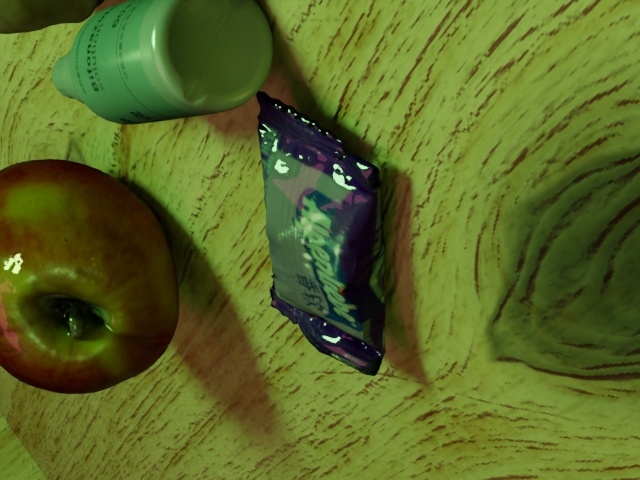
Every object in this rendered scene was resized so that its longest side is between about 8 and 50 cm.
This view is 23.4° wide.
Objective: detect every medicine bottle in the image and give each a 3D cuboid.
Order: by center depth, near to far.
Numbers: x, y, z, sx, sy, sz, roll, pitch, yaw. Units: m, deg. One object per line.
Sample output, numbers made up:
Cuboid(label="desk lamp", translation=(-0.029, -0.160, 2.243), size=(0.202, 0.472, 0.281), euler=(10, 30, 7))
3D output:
Cuboid(label="medicine bottle", translation=(-0.165, -0.160, 1.388), size=(0.352, 0.110, 0.110), euler=(2, 122, 62))

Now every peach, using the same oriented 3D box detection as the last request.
Cuboid(label="peach", translation=(-0.279, 0.037, 1.720), size=(0.281, 0.238, 0.281), euler=(34, -169, -8))

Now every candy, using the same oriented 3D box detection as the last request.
Cuboid(label="candy", translation=(0.000, 0.000, 1.334), size=(0.145, 0.070, 0.275), euler=(33, 144, 30))

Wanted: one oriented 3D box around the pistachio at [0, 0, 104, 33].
Cuboid(label="pistachio", translation=(-0.296, -0.311, 1.391), size=(0.213, 0.163, 0.260), euler=(9, 130, 25))
